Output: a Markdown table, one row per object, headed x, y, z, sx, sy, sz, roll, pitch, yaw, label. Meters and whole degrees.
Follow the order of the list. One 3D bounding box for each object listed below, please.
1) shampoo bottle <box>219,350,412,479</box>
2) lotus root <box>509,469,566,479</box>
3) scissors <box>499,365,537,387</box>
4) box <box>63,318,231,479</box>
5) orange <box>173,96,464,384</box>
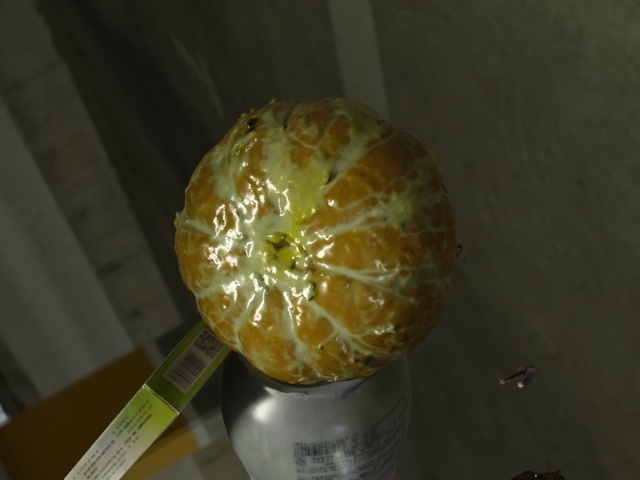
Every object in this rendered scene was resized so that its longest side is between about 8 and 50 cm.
| x | y | z | sx | sy | sz | roll | pitch | yaw | label |
| --- | --- | --- | --- | --- | --- | --- | --- | --- | --- |
| -0.005 | 0.233 | 1.598 | 0.273 | 0.273 | 0.266 | 49 | 151 | 44 | shampoo bottle |
| 0.185 | 0.369 | 1.245 | 0.169 | 0.314 | 0.141 | 19 | 120 | 29 | lotus root |
| 0.303 | 0.201 | 1.667 | 0.039 | 0.113 | 0.012 | 8 | 100 | 28 | scissors |
| -0.226 | 0.228 | 1.495 | 0.062 | 0.175 | 0.260 | 40 | 127 | -1 | box |
| 0.000 | 0.000 | 1.258 | 0.329 | 0.329 | 0.249 | 61 | -152 | -1 | orange |
